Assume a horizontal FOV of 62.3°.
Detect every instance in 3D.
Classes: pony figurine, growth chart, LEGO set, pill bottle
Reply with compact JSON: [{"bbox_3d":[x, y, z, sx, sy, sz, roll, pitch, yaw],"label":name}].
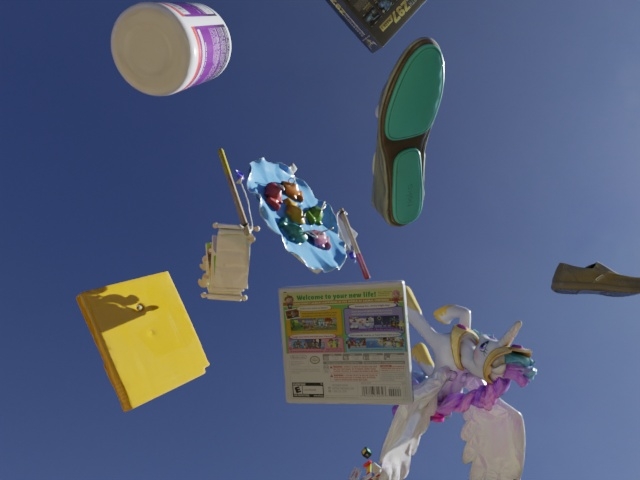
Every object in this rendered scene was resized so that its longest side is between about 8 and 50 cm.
[{"bbox_3d":[0.236,0.281,1.010,0.302,0.363,0.351,13,-86,-21],"label":"pony figurine"},{"bbox_3d":[-0.269,0.062,1.520,0.172,0.021,0.237,11,-84,19],"label":"growth chart"},{"bbox_3d":[0.085,0.676,1.427,0.060,0.244,0.182,38,-22,-12],"label":"LEGO set"},{"bbox_3d":[-0.313,-0.436,1.187,0.181,0.323,0.182,4,-66,9],"label":"pill bottle"}]

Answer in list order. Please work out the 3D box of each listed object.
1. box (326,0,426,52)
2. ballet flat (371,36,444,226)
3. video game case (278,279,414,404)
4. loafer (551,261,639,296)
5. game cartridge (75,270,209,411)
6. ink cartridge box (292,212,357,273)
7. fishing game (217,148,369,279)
[{"bbox_3d":[0.126,-0.517,1.032,0.183,0.059,0.233,43,-96,-15],"label":"box"},{"bbox_3d":[0.083,-0.115,0.577,0.072,0.068,0.213,-15,-53,-21],"label":"ballet flat"},{"bbox_3d":[0.039,0.167,0.860,0.212,0.023,0.193,-5,-92,18],"label":"video game case"},{"bbox_3d":[0.435,0.059,0.819,0.148,0.050,0.056,3,-13,4],"label":"loafer"},{"bbox_3d":[-0.472,0.260,1.440,0.052,0.285,0.324,-30,-99,33],"label":"game cartridge"},{"bbox_3d":[0.000,0.000,1.504,0.127,0.072,0.175,41,-41,-7],"label":"ink cartridge box"},{"bbox_3d":[-0.023,-0.042,0.716,0.041,0.189,0.264,-38,-39,24],"label":"fishing game"}]
